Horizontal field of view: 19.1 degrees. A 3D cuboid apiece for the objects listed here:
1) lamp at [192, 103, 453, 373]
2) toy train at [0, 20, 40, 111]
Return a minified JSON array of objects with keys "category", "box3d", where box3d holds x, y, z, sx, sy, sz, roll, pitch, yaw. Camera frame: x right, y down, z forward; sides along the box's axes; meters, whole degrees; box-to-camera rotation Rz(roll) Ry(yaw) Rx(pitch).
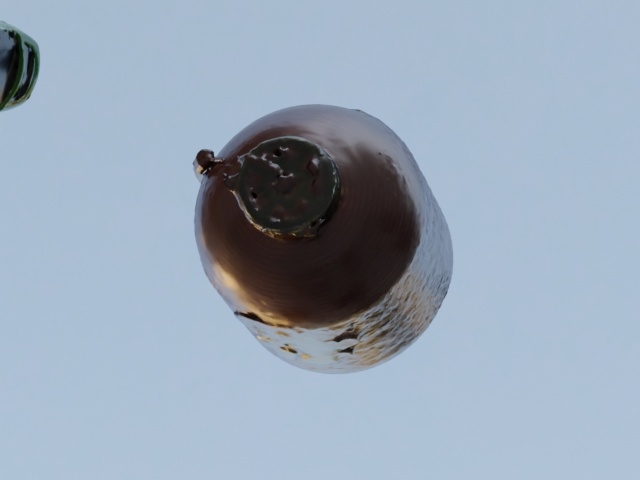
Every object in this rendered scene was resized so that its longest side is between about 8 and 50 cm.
[{"category":"lamp","box3d":[0.000,0.000,1.370,0.180,0.180,0.258,-22,-23,4]},{"category":"toy train","box3d":[-0.209,-0.087,0.801,0.209,0.042,0.044,10,-76,-31]}]
